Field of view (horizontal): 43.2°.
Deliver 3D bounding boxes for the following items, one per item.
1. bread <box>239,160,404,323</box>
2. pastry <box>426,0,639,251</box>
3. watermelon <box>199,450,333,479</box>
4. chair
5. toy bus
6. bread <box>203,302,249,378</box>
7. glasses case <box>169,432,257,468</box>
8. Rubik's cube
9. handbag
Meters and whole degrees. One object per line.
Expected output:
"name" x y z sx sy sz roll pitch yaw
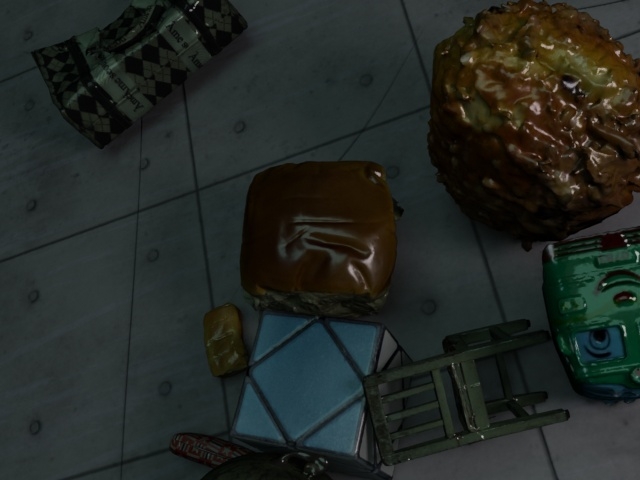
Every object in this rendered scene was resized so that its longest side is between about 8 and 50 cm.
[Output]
"bread" 0.000 0.000 1.353 0.279 0.225 0.250 -3 67 15
"pastry" 0.340 -0.159 1.207 0.292 0.405 0.337 -39 56 -19
"watermelon" -0.084 0.454 1.128 0.279 0.279 0.359 17 98 27
"chair" 0.201 0.215 1.173 0.271 0.147 0.136 -15 92 1
"toy bus" 0.401 0.114 1.087 0.184 0.343 0.199 -11 74 16
"bread" -0.168 0.178 1.431 0.074 0.053 0.132 -19 59 12
"glasses case" -0.156 0.357 1.331 0.195 0.073 0.049 12 71 24
"Rubik's cube" 0.010 0.241 1.247 0.205 0.207 0.204 5 68 21
"handbag" -0.398 -0.431 1.747 0.416 0.180 0.316 -38 47 2
